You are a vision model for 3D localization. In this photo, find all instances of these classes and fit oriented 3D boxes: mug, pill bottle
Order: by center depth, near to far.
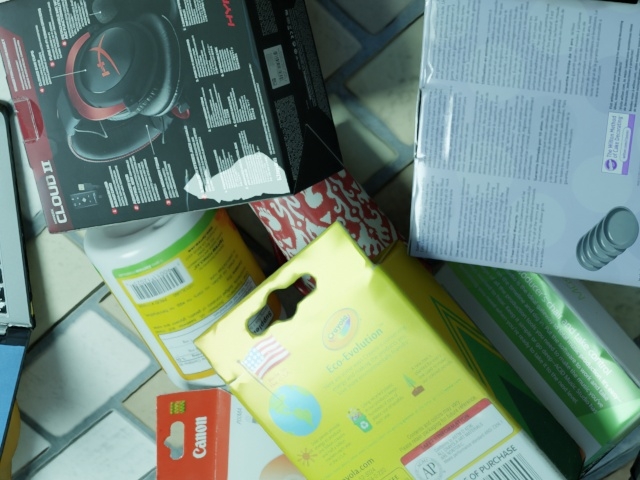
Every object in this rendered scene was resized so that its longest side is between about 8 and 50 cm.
[{"bbox_3d":[-0.001,0.004,1.519,0.150,0.113,0.169,-28,109,28],"label":"mug"},{"bbox_3d":[-0.117,0.063,1.572,0.136,0.136,0.245,-15,121,25],"label":"pill bottle"}]

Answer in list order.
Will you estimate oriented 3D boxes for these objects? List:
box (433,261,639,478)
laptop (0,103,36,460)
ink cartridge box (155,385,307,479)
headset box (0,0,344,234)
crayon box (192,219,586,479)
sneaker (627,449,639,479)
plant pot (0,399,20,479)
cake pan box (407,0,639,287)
[{"bbox_3d":[0.156,0.158,1.538,0.232,0.058,0.322,51,125,17],"label":"box"},{"bbox_3d":[-0.511,0.081,1.605,0.382,0.236,0.408,4,118,9],"label":"laptop"},{"bbox_3d":[-0.071,0.204,1.574,0.179,0.045,0.145,-6,132,-13],"label":"ink cartridge box"},{"bbox_3d":[-0.150,-0.134,1.413,0.293,0.110,0.218,-9,100,29],"label":"headset box"},{"bbox_3d":[0.062,0.145,1.449,0.202,0.081,0.318,-39,93,25],"label":"crayon box"},{"bbox_3d":[0.349,0.260,1.600,0.130,0.109,0.286,-4,121,26],"label":"sneaker"},{"bbox_3d":[-0.424,0.241,1.764,0.205,0.205,0.188,8,141,11],"label":"plant pot"},{"bbox_3d":[0.206,-0.100,1.377,0.246,0.070,0.267,5,110,9],"label":"cake pan box"}]
